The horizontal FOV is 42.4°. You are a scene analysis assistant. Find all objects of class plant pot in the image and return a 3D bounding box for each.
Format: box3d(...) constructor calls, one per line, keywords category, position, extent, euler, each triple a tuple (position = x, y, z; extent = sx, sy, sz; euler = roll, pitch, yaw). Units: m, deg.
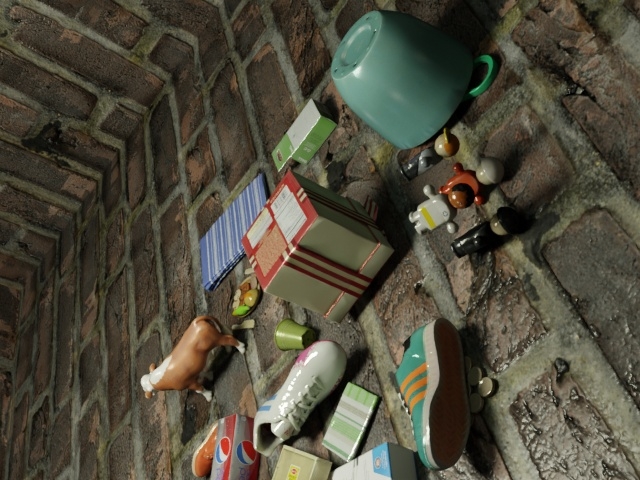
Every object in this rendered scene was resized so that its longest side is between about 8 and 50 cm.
box3d(category="plant pot", position=(0.169, -0.397, 1.928), extent=(0.293, 0.235, 0.293), euler=(-42, 32, 34))
box3d(category="plant pot", position=(-0.056, 0.235, 2.015), extent=(0.079, 0.083, 0.083), euler=(5, 73, 44))

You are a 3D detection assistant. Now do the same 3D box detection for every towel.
box3d(category="towel", position=(-0.260, -0.023, 2.522), extent=(0.336, 0.040, 0.243), euler=(-45, 36, 26))
box3d(category="towel", position=(0.068, 0.392, 1.780), extent=(0.113, 0.023, 0.152), euler=(17, 81, 55))

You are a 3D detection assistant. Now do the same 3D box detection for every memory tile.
box3d(category="memory tile", position=(0.265, 0.302, 1.559), extent=(0.148, 0.012, 0.113), euler=(-60, 32, 10))

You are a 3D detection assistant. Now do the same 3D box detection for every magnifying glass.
box3d(category="magnifying glass", position=(0.317, -0.335, 1.901), extent=(0.231, 0.026, 0.092), euler=(-41, 39, 30))

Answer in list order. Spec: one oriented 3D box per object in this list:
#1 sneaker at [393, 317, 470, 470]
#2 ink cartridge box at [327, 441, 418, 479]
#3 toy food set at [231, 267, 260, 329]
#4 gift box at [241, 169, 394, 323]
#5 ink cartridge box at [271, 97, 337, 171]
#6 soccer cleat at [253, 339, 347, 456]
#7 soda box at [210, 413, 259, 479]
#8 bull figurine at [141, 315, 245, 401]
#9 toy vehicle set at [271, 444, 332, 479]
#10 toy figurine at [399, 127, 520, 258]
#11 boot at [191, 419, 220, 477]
box3d(category="sneaker", position=(0.202, 0.297, 1.550), extent=(0.121, 0.108, 0.302), euler=(-35, 35, 40))
box3d(category="ink cartridge box", position=(0.099, 0.496, 1.602), extent=(0.191, 0.082, 0.139), euler=(-40, 40, 37))
box3d(category="toy food set", position=(-0.212, 0.154, 2.321), extent=(0.132, 0.038, 0.192), euler=(-16, 56, 50))
box3d(category="gift box", position=(0.000, 0.000, 1.912), extent=(0.255, 0.258, 0.276), euler=(-51, 34, 21))
box3d(category="ink cartridge box", position=(-0.049, -0.291, 2.360), extent=(0.209, 0.062, 0.109), euler=(-51, 35, 22))
box3d(category="soccer cleat", position=(-0.046, 0.365, 1.857), extent=(0.331, 0.116, 0.143), euler=(-53, 12, 31))
box3d(category="soda box", position=(-0.208, 0.562, 2.001), extent=(0.092, 0.083, 0.263), euler=(-28, 48, 45))
box3d(category="bull figurine", position=(-0.352, 0.339, 2.259), extent=(0.310, 0.188, 0.101), euler=(-52, 34, 20))
box3d(category="toy vehicle set", position=(-0.056, 0.534, 1.760), extent=(0.166, 0.035, 0.267), euler=(-71, 14, -13))
box3d(category="toy figurine", position=(0.276, -0.094, 1.624), extent=(0.148, 0.209, 0.213), euler=(-32, 45, 33))
box3d(category="boot", position=(-0.278, 0.553, 2.136), extent=(0.085, 0.059, 0.158), euler=(28, 91, 53))
